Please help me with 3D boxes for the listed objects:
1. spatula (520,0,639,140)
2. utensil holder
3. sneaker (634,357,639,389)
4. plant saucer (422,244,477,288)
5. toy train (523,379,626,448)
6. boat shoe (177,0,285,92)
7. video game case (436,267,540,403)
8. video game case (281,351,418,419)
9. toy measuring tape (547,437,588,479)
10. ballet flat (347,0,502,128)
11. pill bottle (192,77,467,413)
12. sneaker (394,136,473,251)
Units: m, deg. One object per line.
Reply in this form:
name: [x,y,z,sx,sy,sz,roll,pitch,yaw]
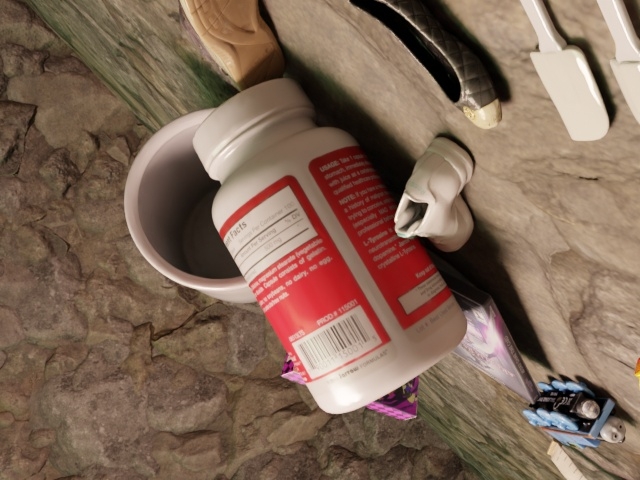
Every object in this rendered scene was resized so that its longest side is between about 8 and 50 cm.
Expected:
spatula: [0.169,-0.146,0.324,0.242,0.019,0.168,51,172,-26]
utensil holder: [-0.176,-0.041,1.151,0.327,0.327,0.385,43,172,7]
sneaker: [0.374,0.171,0.604,0.175,0.067,0.064,48,166,-27]
plant saucer: [0.203,0.095,0.994,0.317,0.044,0.318,42,169,10]
toy train: [0.396,0.273,0.879,0.105,0.080,0.184,34,165,5]
boat shoe: [-0.125,-0.276,0.670,0.092,0.103,0.285,34,171,23]
video game case: [0.226,0.134,0.885,0.196,0.026,0.274,30,161,51]
video game case: [0.062,0.152,0.907,0.232,0.210,0.041,26,145,-22]
toy measuring tape: [0.571,0.504,1.072,0.121,0.121,0.330,50,-176,-27]
ballet flat: [0.088,-0.157,0.474,0.173,0.049,0.057,46,169,-9]
pill bottle: [0.000,0.000,0.766,0.408,0.228,0.229,60,170,6]
sneaker: [0.127,-0.030,0.676,0.080,0.094,0.212,37,167,28]
